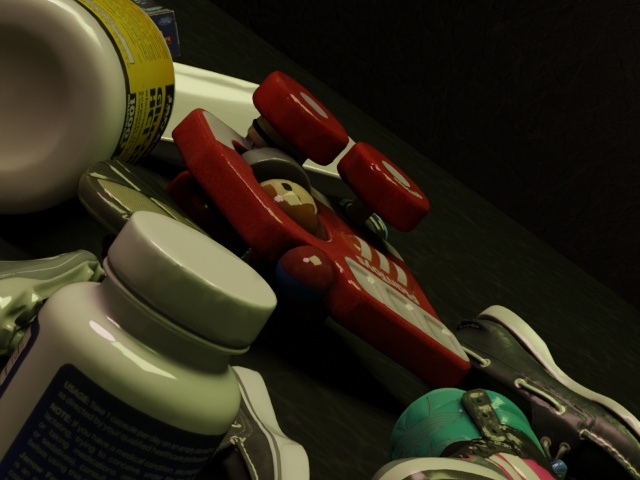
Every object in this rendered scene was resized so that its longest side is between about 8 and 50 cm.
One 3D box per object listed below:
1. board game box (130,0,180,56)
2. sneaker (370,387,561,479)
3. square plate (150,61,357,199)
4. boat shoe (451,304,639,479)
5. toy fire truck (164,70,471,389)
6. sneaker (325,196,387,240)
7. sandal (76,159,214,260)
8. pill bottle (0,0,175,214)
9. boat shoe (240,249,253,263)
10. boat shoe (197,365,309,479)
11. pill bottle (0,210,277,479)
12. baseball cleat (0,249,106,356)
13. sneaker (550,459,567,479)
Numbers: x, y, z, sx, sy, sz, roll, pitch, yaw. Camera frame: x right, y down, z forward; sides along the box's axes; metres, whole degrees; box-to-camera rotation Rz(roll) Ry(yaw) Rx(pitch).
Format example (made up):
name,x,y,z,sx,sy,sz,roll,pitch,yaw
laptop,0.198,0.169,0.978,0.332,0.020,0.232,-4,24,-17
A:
name,x,y,z,sx,sy,sz,roll,pitch,yaw
board game box,-0.287,-0.263,2.033,0.194,0.060,0.194,-12,25,-11
sneaker,0.096,0.174,1.181,0.295,0.124,0.178,34,12,-47
square plate,-0.119,-0.140,2.026,0.347,0.049,0.344,12,18,-24
boat shoe,0.231,0.187,1.650,0.302,0.091,0.114,40,-32,39
toy fire truck,0.000,0.000,1.536,0.302,0.169,0.254,37,12,-35
sneaker,-0.007,-0.035,2.037,0.188,0.067,0.078,29,19,4
sandal,-0.124,0.025,1.362,0.120,0.086,0.303,44,-3,22
pill bottle,-0.231,-0.133,1.445,0.188,0.188,0.334,33,11,1
boat shoe,-0.082,0.003,1.691,0.035,0.035,0.100,38,11,22
boat shoe,-0.063,0.135,1.045,0.076,0.080,0.228,12,20,-16
pill bottle,-0.105,0.085,0.820,0.112,0.187,0.112,32,11,-7
baseball cleat,-0.212,0.026,1.099,0.109,0.072,0.206,28,6,7
sneaker,0.168,0.189,1.523,0.135,0.058,0.052,34,10,8
